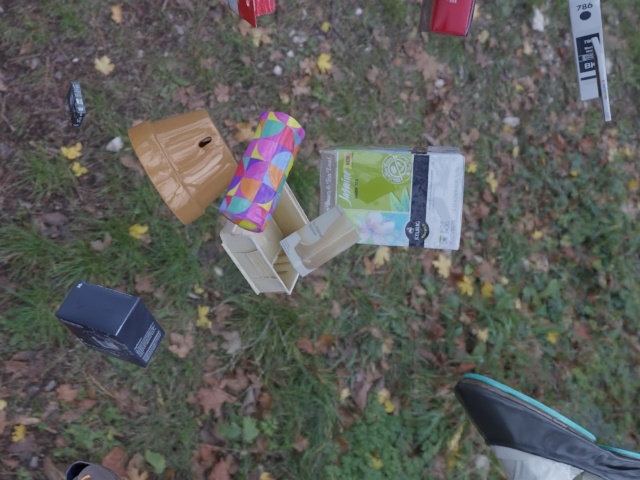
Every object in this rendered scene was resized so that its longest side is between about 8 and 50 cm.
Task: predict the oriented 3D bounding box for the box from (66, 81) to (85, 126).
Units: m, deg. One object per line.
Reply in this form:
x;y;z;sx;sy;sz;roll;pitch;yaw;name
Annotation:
-0.578;-0.320;1.462;0.018;0.067;0.083;-7;74;-35;box

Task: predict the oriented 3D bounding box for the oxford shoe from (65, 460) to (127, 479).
-0.353;0.444;0.987;0.132;0.364;0.130;47;66;-15;oxford shoe

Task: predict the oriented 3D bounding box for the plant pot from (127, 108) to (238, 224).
-0.344;-0.216;1.642;0.203;0.291;0.290;-31;112;-2;plant pot

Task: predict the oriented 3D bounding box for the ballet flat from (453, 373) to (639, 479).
0.251;0.226;0.600;0.280;0.095;0.096;24;70;-1;ballet flat

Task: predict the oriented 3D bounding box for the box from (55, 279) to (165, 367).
-0.434;0.175;1.291;0.158;0.156;0.093;76;33;-53;box

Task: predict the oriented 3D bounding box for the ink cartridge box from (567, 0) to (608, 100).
0.549;-0.471;1.290;0.332;0.065;0.165;54;37;-45;ink cartridge box

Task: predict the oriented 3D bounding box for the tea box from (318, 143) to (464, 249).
0.177;-0.120;1.515;0.329;0.324;0.219;-48;140;-75;tea box

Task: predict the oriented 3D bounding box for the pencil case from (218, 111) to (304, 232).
-0.111;-0.133;1.189;0.104;0.104;0.236;35;70;-40;pencil case

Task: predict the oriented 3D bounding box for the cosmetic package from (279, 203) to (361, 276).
0.000;0.000;0.982;0.060;0.115;0.041;57;1;35;cosmetic package

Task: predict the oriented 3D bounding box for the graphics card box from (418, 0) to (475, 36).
0.308;-0.614;1.484;0.371;0.094;0.232;-75;172;-70;graphics card box

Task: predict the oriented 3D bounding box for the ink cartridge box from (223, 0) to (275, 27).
-0.162;-0.552;1.275;0.078;0.231;0.134;-25;142;-20;ink cartridge box

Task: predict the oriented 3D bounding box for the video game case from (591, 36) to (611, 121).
0.484;-0.279;1.068;0.087;0.011;0.122;-69;143;-52;video game case

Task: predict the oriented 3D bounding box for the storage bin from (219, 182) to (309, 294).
-0.155;-0.016;1.879;0.260;0.123;0.262;60;38;-34;storage bin
